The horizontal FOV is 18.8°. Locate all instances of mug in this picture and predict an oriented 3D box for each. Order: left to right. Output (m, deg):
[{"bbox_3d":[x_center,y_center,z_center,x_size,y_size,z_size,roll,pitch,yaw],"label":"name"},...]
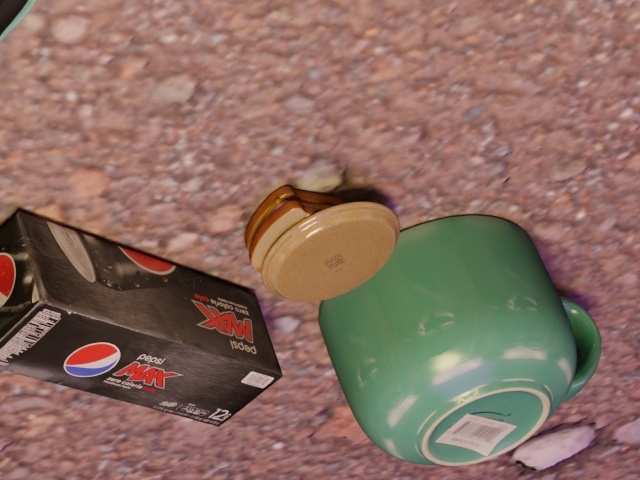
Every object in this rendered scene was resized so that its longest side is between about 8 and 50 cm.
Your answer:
[{"bbox_3d":[0.087,0.060,1.064,0.158,0.097,0.129,-16,145,-6],"label":"mug"}]

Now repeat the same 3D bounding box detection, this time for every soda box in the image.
[{"bbox_3d":[-0.099,0.042,0.976,0.053,0.060,0.169,-39,142,26],"label":"soda box"}]

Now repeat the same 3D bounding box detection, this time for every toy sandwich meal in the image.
[{"bbox_3d":[0.000,0.000,1.001,0.086,0.029,0.085,-18,147,-12],"label":"toy sandwich meal"}]

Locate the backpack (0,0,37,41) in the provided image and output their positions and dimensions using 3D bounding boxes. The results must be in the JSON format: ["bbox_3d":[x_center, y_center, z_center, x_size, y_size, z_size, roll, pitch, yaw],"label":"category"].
[{"bbox_3d":[-0.184,-0.108,0.644,0.166,0.144,0.188,10,158,-34],"label":"backpack"}]
